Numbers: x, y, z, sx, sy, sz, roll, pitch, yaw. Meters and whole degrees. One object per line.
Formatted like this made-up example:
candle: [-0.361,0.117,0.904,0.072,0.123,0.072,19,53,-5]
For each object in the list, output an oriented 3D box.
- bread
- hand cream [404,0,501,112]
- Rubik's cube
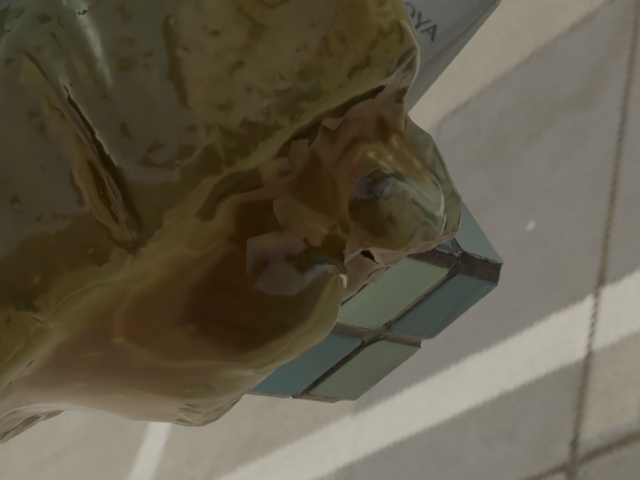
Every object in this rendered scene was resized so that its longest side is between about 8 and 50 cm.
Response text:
bread: [-0.118,-0.086,0.486,0.210,0.341,0.300,-31,3,-7]
hand cream: [0.003,-0.066,0.813,0.255,0.079,0.048,-54,4,0]
Rubik's cube: [0.000,0.000,1.069,0.183,0.167,0.180,-39,63,22]
